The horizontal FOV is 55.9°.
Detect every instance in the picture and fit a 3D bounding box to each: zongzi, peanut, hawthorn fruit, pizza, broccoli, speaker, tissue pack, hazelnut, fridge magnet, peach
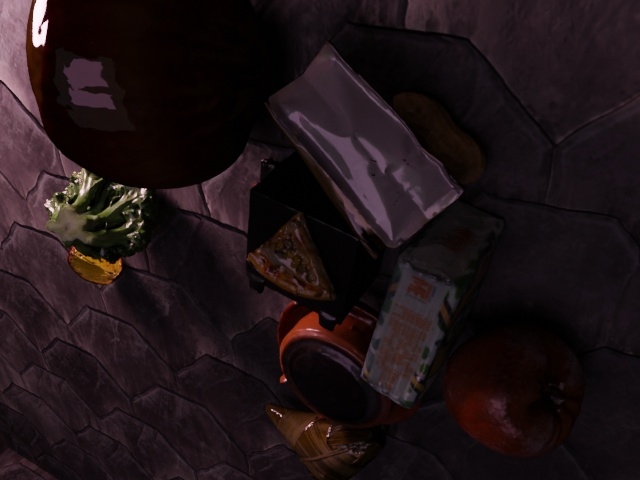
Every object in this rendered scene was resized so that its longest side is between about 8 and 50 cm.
[{"bbox_3d":[0.004,0.470,1.532,0.288,0.134,0.286,45,129,12],"label":"zongzi"},{"bbox_3d":[0.187,-0.165,0.976,0.193,0.089,0.089,45,135,1],"label":"peanut"},{"bbox_3d":[0.328,0.271,1.070,0.263,0.235,0.231,-39,66,30],"label":"hawthorn fruit"},{"bbox_3d":[-0.040,0.031,1.057,0.185,0.036,0.176,32,134,12],"label":"pizza"},{"bbox_3d":[-0.541,-0.060,1.475,0.295,0.245,0.265,3,105,6],"label":"broccoli"},{"bbox_3d":[0.000,0.000,1.160,0.232,0.184,0.254,25,134,18],"label":"speaker"},{"bbox_3d":[0.195,0.111,1.062,0.128,0.228,0.310,28,133,19],"label":"tissue pack"},{"bbox_3d":[-0.304,-0.294,1.040,0.402,0.402,0.429,18,118,25],"label":"hazelnut"},{"bbox_3d":[0.054,0.273,1.327,0.364,0.155,0.363,19,130,24],"label":"fridge magnet"},{"bbox_3d":[-0.630,0.058,1.717,0.172,0.092,0.127,12,132,15],"label":"peach"}]

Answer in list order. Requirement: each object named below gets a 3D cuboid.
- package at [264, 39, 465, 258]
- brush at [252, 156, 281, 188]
[{"bbox_3d":[0.052,-0.134,0.983,0.311,0.165,0.221,49,177,-2],"label":"package"},{"bbox_3d":[-0.118,-0.032,1.312,0.070,0.051,0.323,23,131,18],"label":"brush"}]
